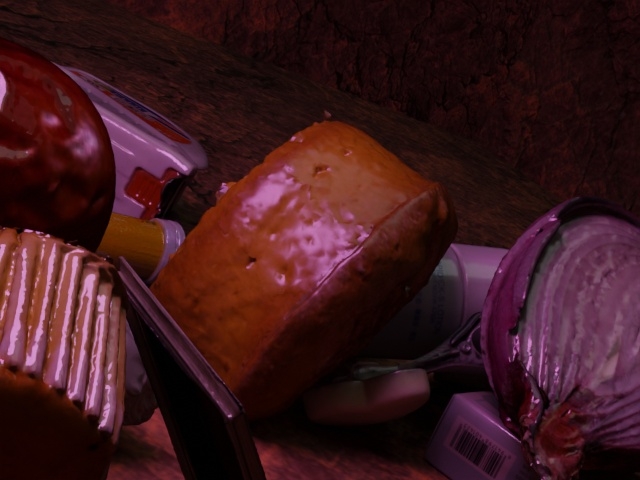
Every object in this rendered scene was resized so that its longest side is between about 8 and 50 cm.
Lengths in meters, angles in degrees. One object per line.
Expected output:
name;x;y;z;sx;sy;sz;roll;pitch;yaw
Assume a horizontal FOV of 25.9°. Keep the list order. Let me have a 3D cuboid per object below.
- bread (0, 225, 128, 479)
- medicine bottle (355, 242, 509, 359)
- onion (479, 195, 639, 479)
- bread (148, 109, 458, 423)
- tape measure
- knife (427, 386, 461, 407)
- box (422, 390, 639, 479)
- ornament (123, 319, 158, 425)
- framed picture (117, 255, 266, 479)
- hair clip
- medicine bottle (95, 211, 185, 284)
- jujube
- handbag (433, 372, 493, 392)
bread;-0.260;0.085;0.817;0.288;0.204;0.156;16;47;-19
medicine bottle;0.081;0.061;1.476;0.341;0.130;0.130;3;20;-17
onion;0.239;0.129;1.324;0.267;0.159;0.349;49;50;4
bread;0.000;0.000;1.291;0.194;0.179;0.340;41;52;14
tape measure;-0.263;-0.111;1.706;0.258;0.130;0.265;30;8;7
knife;0.232;0.209;1.592;0.343;0.027;0.061;18;-2;-39
box;0.243;0.247;1.353;0.269;0.079;0.135;34;16;34
ornament;-0.239;0.052;1.121;0.285;0.120;0.130;33;20;36
framed picture;-0.066;0.153;0.897;0.014;0.252;0.197;-26;35;-17
hair clip;0.075;0.139;1.370;0.218;0.159;0.071;-15;76;-30
medicine bottle;-0.248;-0.007;1.441;0.218;0.074;0.074;15;17;-36
jujube;-0.300;-0.051;0.944;0.318;0.223;0.223;6;22;-35
handbag;0.231;0.147;1.641;0.173;0.095;0.117;13;6;19
